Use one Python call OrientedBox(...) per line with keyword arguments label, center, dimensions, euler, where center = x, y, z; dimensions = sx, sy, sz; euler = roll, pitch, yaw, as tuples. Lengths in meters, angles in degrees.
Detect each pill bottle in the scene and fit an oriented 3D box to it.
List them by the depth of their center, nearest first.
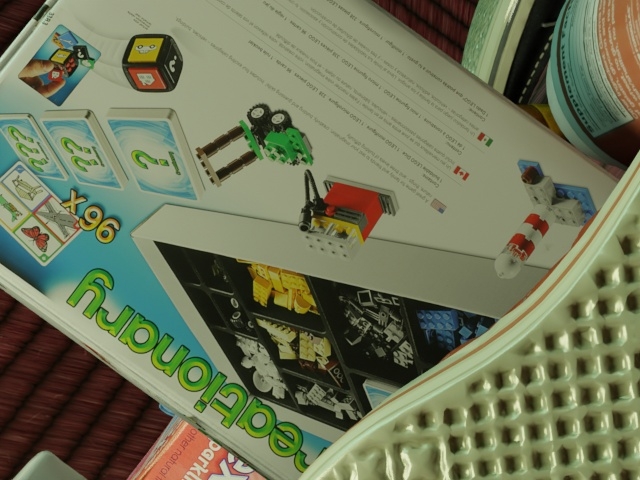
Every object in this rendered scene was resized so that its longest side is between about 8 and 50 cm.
OrientedBox(label="pill bottle", center=(0.180, -0.093, 0.641), dimensions=(0.121, 0.121, 0.216), euler=(-54, 3, -8))

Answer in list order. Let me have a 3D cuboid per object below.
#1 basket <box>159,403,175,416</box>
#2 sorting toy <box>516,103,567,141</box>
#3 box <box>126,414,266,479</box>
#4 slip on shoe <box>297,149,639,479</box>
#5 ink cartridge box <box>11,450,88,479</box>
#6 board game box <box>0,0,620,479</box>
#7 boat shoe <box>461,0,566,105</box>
OrientedBox(label="basket", center=(-0.064, 0.054, 1.100), dimensions=(0.201, 0.289, 0.255), euler=(-54, 4, -15))
OrientedBox(label="sorting toy", center=(0.148, -0.063, 1.289), dimensions=(0.126, 0.127, 0.365), euler=(-25, -5, -11))
OrientedBox(label="box", center=(-0.005, 0.124, 0.769), dimensions=(0.300, 0.154, 0.142), euler=(-54, 2, 18))
OrientedBox(label="slip on shoe", center=(0.091, 0.062, 0.455), dimensions=(0.331, 0.123, 0.101), euler=(-51, -14, 6))
OrientedBox(label="ink cartridge box", center=(-0.091, 0.224, 0.447), dimensions=(0.117, 0.201, 0.278), euler=(-52, 3, 23))
OrientedBox(label="board game box", center=(0.000, 0.000, 0.592), dimensions=(0.193, 0.305, 0.053), euler=(-54, 1, -12))
OrientedBox(label="boat shoe", center=(0.270, -0.298, 1.344), dimensions=(0.187, 0.156, 0.500), euler=(-87, 22, -76))
